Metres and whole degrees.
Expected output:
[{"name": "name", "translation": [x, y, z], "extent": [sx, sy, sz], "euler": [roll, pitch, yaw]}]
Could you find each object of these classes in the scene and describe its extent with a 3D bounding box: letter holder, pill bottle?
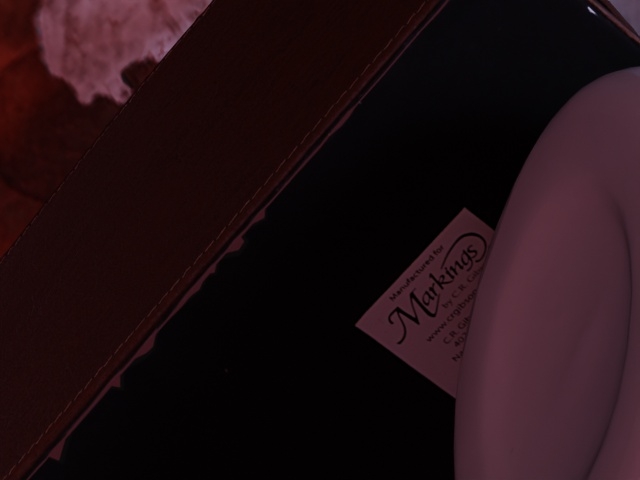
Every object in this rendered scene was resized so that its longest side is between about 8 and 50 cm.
[{"name": "letter holder", "translation": [0.000, 0.000, 0.785], "extent": [0.152, 0.214, 0.302], "euler": [36, 105, -24]}, {"name": "pill bottle", "translation": [0.227, 0.066, 0.627], "extent": [0.333, 0.188, 0.188], "euler": [11, 111, -14]}]
